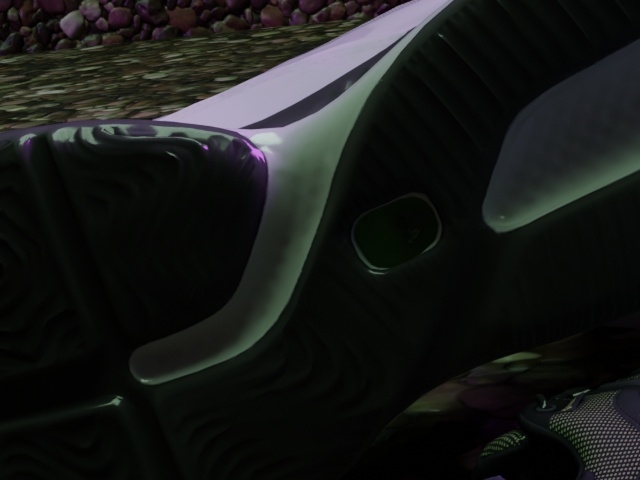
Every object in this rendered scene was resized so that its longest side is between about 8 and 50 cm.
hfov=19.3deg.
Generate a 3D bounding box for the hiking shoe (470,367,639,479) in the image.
[{"bbox_3d":[0.109,0.065,0.627,0.114,0.086,0.227,-1,14,14],"label":"hiking shoe"}]

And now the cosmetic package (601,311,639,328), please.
[{"bbox_3d":[0.295,-0.118,0.869,0.377,0.097,0.284,-50,22,-21],"label":"cosmetic package"}]

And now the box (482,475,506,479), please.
[{"bbox_3d":[0.026,0.136,0.313,0.184,0.103,0.261,-10,12,-25],"label":"box"}]

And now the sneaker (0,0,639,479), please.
[{"bbox_3d":[0.001,0.001,0.761,0.447,0.169,0.257,-21,2,12],"label":"sneaker"}]
